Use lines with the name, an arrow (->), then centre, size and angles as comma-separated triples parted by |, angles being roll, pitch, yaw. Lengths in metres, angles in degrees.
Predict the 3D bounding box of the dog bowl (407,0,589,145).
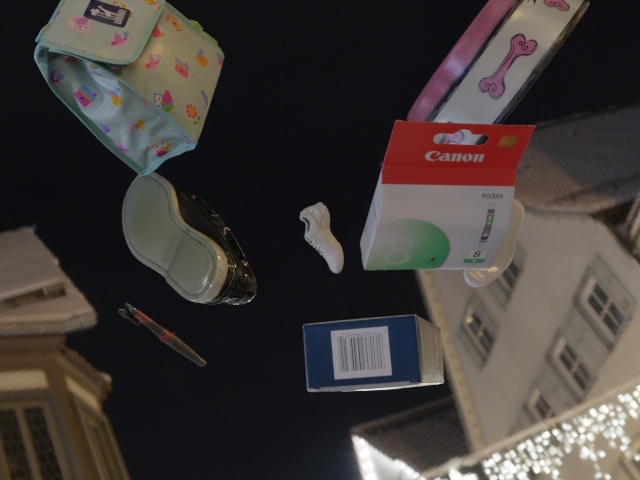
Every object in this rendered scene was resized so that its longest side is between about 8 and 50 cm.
dog bowl -> 0.320, -0.324, 1.708 | 0.408, 0.150, 0.408 | -53, -1, -2

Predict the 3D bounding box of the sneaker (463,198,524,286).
sneaker -> 0.413, 0.036, 2.219 | 0.295, 0.105, 0.147 | -57, -9, -38

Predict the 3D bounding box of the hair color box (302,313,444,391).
hair color box -> 0.098, 0.188, 1.455 | 0.174, 0.105, 0.347 | -6, -10, 13

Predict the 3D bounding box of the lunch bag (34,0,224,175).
lunch bag -> -0.292, -0.270, 1.359 | 0.160, 0.223, 0.262 | -24, -51, 33

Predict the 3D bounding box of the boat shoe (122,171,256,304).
boat shoe -> -0.200, -0.002, 1.389 | 0.113, 0.340, 0.127 | 21, -81, -41

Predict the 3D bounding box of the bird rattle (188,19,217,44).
bird rattle -> -0.326, -0.357, 1.581 | 0.143, 0.253, 0.207 | -56, 5, -37

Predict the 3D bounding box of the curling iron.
curling iron -> -0.373, 0.225, 2.152 | 0.274, 0.068, 0.035 | 39, -105, -31

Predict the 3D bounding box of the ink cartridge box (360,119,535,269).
ink cartridge box -> 0.158, -0.049, 1.128 | 0.181, 0.056, 0.224 | 0, -38, -12

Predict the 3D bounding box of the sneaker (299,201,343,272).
sneaker -> 0.000, 0.000, 1.858 | 0.061, 0.152, 0.054 | -19, -6, -31
